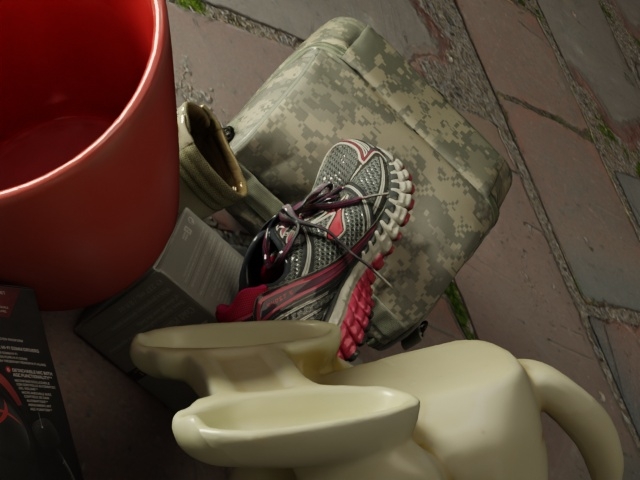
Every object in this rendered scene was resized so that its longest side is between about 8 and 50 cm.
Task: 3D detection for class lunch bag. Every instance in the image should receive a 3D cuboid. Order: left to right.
[{"bbox_3d":[0.027,-0.055,1.471,0.305,0.212,0.256,45,35,-11],"label":"lunch bag"}]

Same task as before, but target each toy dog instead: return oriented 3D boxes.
[{"bbox_3d":[0.023,0.280,1.046,0.395,0.284,0.408,-4,102,-24],"label":"toy dog"}]

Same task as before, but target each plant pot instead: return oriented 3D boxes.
[{"bbox_3d":[-0.228,-0.082,1.072,0.243,0.275,0.275,79,-4,-60],"label":"plant pot"}]

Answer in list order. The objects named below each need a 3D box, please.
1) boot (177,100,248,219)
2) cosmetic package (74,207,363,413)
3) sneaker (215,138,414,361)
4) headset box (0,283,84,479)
[{"bbox_3d":[-0.179,-0.089,1.267,0.213,0.165,0.077,54,30,-5],"label":"boot"},{"bbox_3d":[-0.088,0.098,1.254,0.238,0.127,0.107,42,34,-16],"label":"cosmetic package"},{"bbox_3d":[0.000,0.000,1.225,0.112,0.121,0.299,39,38,-17],"label":"sneaker"},{"bbox_3d":[-0.286,0.146,0.952,0.218,0.110,0.293,10,53,-50],"label":"headset box"}]
